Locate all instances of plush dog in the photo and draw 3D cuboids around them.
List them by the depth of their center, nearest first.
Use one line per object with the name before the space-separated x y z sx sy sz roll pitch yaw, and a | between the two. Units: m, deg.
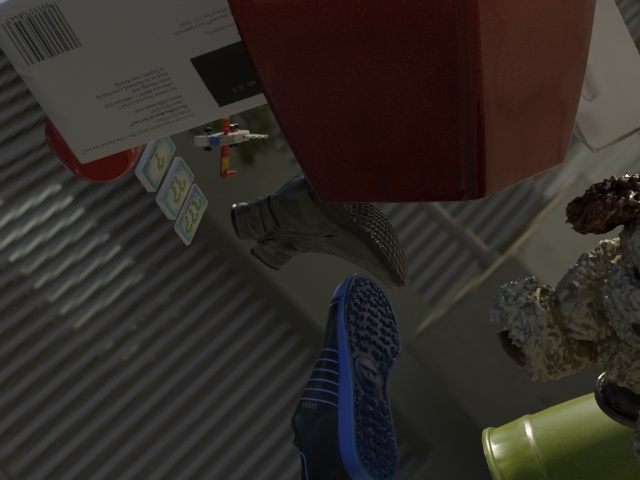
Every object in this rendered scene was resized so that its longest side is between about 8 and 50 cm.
plush dog | 0.303 0.054 1.093 0.210 0.262 0.225 -41 -20 -24

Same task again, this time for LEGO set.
LEGO set | -0.159 -0.138 1.800 0.244 0.060 0.182 -68 -29 -28

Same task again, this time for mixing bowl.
mixing bowl | -0.382 -0.167 2.238 0.181 0.181 0.098 -46 41 23

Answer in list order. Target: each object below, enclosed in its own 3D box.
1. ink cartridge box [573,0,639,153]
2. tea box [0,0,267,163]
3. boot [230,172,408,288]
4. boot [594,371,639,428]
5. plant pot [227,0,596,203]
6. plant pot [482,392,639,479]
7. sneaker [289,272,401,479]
ink cartridge box | 0.368 -0.260 1.835 0.117 0.207 0.283 -28 14 6
tea box | -0.151 -0.302 1.458 0.329 0.220 0.323 -16 35 21
boot | 0.000 0.000 1.755 0.161 0.246 0.083 -26 39 26
boot | 0.386 0.063 1.201 0.263 0.091 0.229 -13 -44 -4
plant pot | 0.102 -0.166 1.202 0.267 0.236 0.267 0 14 38
plant pot | 0.489 0.363 1.925 0.353 0.366 0.366 -31 0 12
sneaker | 0.016 0.132 1.142 0.090 0.081 0.232 -33 33 31
